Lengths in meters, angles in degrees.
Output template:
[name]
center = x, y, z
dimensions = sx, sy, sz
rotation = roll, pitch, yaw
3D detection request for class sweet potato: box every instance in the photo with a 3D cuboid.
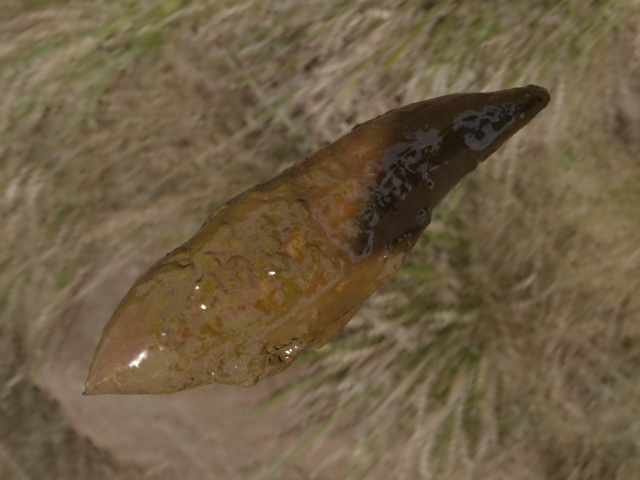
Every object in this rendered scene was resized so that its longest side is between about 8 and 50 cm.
[sweet potato]
center = 0.000, 0.000, 0.706
dimensions = 0.068, 0.206, 0.060
rotation = 55, 172, -20
